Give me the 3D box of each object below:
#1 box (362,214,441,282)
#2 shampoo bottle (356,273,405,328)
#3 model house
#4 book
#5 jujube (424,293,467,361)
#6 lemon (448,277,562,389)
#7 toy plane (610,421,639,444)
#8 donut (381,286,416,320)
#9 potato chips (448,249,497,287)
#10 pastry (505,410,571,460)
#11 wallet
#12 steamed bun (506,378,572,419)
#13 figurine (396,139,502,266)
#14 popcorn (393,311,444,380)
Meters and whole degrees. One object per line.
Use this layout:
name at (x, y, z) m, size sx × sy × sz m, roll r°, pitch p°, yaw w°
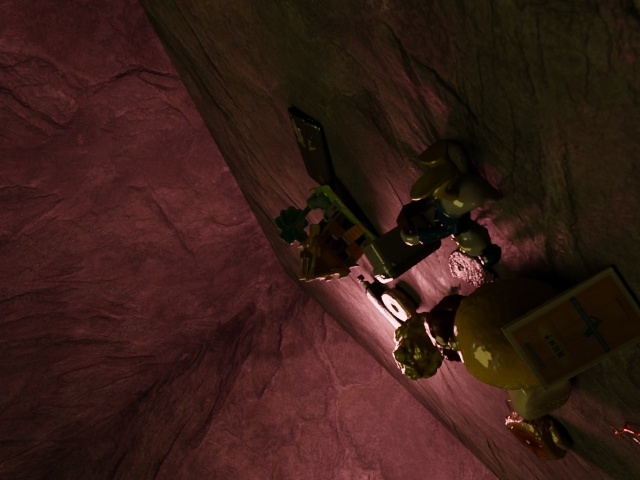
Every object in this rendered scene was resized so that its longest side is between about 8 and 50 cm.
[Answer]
box at (0.241, 0.022, 1.427) m, size 0.129 × 0.210 × 0.148 m, roll 57°, pitch 166°, yaw 5°
shampoo bottle at (0.284, 0.277, 2.223) m, size 0.309 × 0.071 × 0.098 m, roll 48°, pitch 169°, yaw 18°
model house at (0.000, 0.000, 1.827) m, size 0.357 × 0.313 × 0.242 m, roll 47°, pitch 164°, yaw -16°
book at (0.515, 0.181, 0.958) m, size 0.170 × 0.242 × 0.018 m, roll 52°, pitch -166°, yaw -7°
jujube at (0.406, 0.256, 1.396) m, size 0.216 × 0.216 × 0.342 m, roll 44°, pitch -170°, yaw 24°
lemon at (0.455, 0.215, 1.113) m, size 0.260 × 0.284 × 0.260 m, roll 57°, pitch 167°, yaw 21°
toy plane at (0.807, 0.488, 1.169) m, size 0.126 × 0.077 × 0.194 m, roll 47°, pitch 174°, yaw 27°
donut at (0.341, 0.270, 2.036) m, size 0.174 × 0.068 × 0.174 m, roll 46°, pitch 163°, yaw 19°
potato chips at (0.455, 0.119, 1.378) m, size 0.220 × 0.029 × 0.202 m, roll 46°, pitch 165°, yaw 20°
pastry at (0.774, 0.688, 1.712) m, size 0.229 × 0.100 × 0.218 m, roll 26°, pitch 152°, yaw 56°
wallet at (-0.032, -0.320, 1.709) m, size 0.170 × 0.044 × 0.321 m, roll 42°, pitch 164°, yaw 34°
steamed bun at (0.612, 0.405, 1.379) m, size 0.238 × 0.170 × 0.152 m, roll 63°, pitch 180°, yaw -43°
figurine at (0.305, -0.036, 1.135) m, size 0.338 × 0.204 × 0.283 m, roll 42°, pitch 143°, yaw -20°
popcorn at (0.390, 0.420, 1.895) m, size 0.235 × 0.250 × 0.242 m, roll 29°, pitch 157°, yaw 37°
